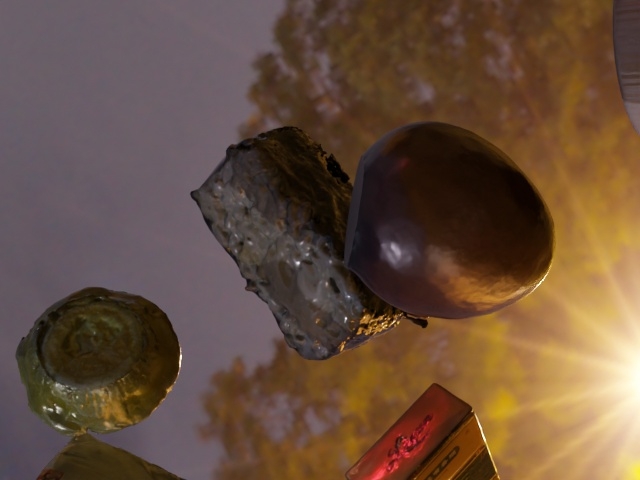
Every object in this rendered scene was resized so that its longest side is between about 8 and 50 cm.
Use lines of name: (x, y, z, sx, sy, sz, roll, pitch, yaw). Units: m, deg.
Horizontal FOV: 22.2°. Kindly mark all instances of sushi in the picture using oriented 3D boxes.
sushi: (0.000, 0.000, 2.110, 0.182, 0.196, 0.343, -30, -103, -37)

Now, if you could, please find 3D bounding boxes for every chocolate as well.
chocolate: (0.103, -0.015, 1.262, 0.177, 0.177, 0.176, 48, -155, -31)

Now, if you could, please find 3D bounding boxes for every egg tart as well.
egg tart: (-0.257, 0.128, 1.872, 0.078, 0.197, 0.197, 86, 170, -60)

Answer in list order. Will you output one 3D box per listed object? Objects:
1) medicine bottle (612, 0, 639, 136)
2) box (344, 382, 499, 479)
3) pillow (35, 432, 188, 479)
medicine bottle: (0.467, -0.188, 1.418, 0.224, 0.384, 0.224, 11, -102, -61)
box: (0.126, 0.288, 1.860, 0.070, 0.152, 0.237, 34, 159, 34)
pillow: (-0.215, 0.309, 1.898, 0.229, 0.051, 0.128, 26, -140, 2)
